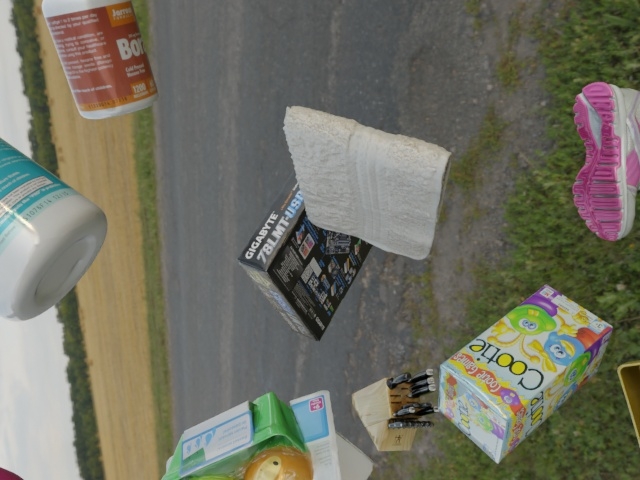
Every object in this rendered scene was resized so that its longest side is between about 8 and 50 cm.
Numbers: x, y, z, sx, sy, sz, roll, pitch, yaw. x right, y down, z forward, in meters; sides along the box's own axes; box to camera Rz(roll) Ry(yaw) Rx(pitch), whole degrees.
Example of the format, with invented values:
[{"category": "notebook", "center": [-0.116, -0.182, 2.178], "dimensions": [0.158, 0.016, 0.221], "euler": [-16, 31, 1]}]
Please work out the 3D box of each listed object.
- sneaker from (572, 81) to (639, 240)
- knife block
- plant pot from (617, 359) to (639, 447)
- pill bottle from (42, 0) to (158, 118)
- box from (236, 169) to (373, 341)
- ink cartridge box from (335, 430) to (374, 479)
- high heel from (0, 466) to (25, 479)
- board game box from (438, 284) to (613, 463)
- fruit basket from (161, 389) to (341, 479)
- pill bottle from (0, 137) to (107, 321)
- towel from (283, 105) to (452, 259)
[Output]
[{"category": "sneaker", "center": [0.474, -0.123, 0.893], "dimensions": [0.103, 0.111, 0.252], "euler": [-141, 42, -67]}, {"category": "knife block", "center": [0.181, 0.369, 1.377], "dimensions": [0.275, 0.088, 0.242], "euler": [-129, 48, -64]}, {"category": "plant pot", "center": [0.813, 0.353, 1.283], "dimensions": [0.212, 0.187, 0.212], "euler": [-17, 82, 27]}, {"category": "pill bottle", "center": [-0.321, -0.295, 0.822], "dimensions": [0.121, 0.121, 0.216], "euler": [40, 145, 57]}, {"category": "box", "center": [0.000, 0.000, 1.064], "dimensions": [0.073, 0.293, 0.295], "euler": [17, 156, 28]}, {"category": "ink cartridge box", "center": [-0.048, 0.548, 1.184], "dimensions": [0.131, 0.226, 0.306], "euler": [38, 137, 4]}, {"category": "high heel", "center": [-0.400, 0.392, 0.769], "dimensions": [0.117, 0.082, 0.244], "euler": [-13, 111, 50]}, {"category": "board game box", "center": [0.357, 0.229, 1.008], "dimensions": [0.142, 0.275, 0.144], "euler": [39, 150, 40]}, {"category": "fruit basket", "center": [-0.116, 0.407, 0.831], "dimensions": [0.165, 0.327, 0.353], "euler": [56, -166, -28]}, {"category": "pill bottle", "center": [-0.370, -0.045, 0.590], "dimensions": [0.264, 0.146, 0.146], "euler": [36, 148, 0]}, {"category": "towel", "center": [0.057, -0.056, 0.706], "dimensions": [0.282, 0.187, 0.049], "euler": [72, -141, -67]}]
